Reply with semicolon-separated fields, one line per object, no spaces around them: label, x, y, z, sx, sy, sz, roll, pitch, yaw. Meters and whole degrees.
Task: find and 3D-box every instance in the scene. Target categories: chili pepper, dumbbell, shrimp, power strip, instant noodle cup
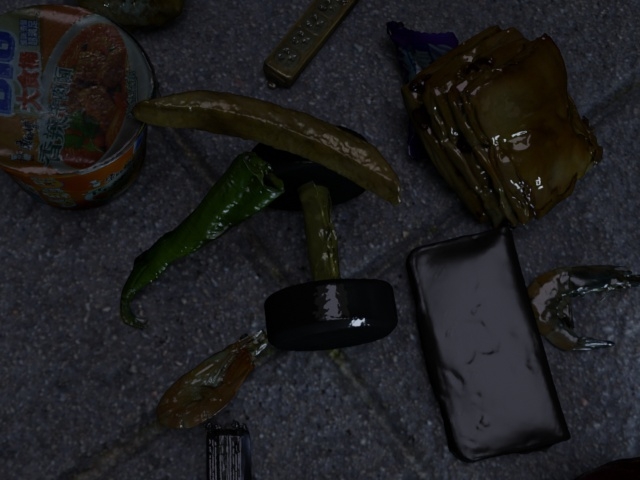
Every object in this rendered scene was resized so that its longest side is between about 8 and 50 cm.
chili pepper;-0.195;0.002;1.115;0.085;0.359;0.076;40;28;-17
dumbbell;0.000;0.000;1.160;0.203;0.204;0.322;-4;72;-10
shrimp;-0.154;0.215;1.125;0.217;0.051;0.115;-37;40;-27
power strip;-0.008;-0.402;1.373;0.064;0.044;0.305;34;70;4
shrimp;0.466;0.115;1.280;0.217;0.051;0.150;-9;77;-4
instant noodle cup;-0.400;-0.189;1.154;0.296;0.214;0.296;3;72;-9

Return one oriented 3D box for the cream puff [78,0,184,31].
cream puff;-0.332;-0.473;1.290;0.221;0.195;0.195;-9;73;1

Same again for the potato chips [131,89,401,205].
potato chips;-0.066;-0.153;1.060;0.407;0.057;0.080;18;63;-4

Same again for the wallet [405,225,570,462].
wallet;0.266;0.170;1.212;0.197;0.051;0.378;-13;75;2

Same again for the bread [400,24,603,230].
bread;0.328;-0.202;1.265;0.277;0.167;0.324;-37;97;-18

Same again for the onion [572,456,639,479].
onion;0.483;0.454;0.996;0.347;0.385;0.348;-2;62;4

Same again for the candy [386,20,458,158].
candy;0.206;-0.279;1.354;0.145;0.070;0.275;-4;76;-17

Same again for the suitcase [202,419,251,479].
suitcase;-0.137;0.335;1.093;0.059;0.086;0.126;-5;72;6
